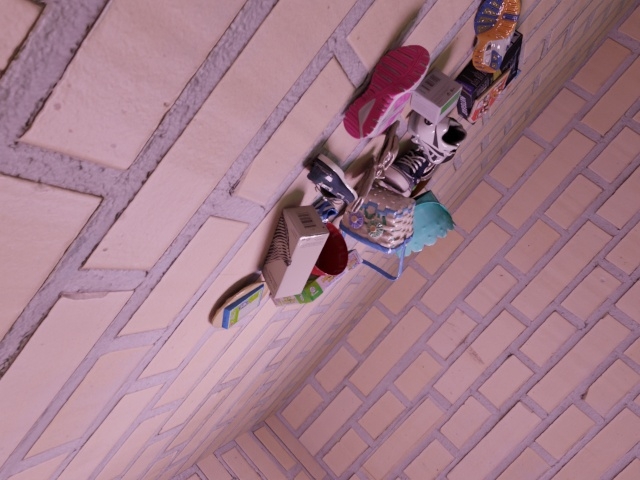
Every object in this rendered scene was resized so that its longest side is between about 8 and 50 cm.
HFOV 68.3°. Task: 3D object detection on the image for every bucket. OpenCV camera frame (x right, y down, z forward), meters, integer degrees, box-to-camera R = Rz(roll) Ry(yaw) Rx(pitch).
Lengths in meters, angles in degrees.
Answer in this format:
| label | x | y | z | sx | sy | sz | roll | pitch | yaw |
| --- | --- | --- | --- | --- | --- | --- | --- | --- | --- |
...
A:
| label | x | y | z | sx | sy | sz | roll | pitch | yaw |
| --- | --- | --- | --- | --- | --- | --- | --- | --- | --- |
| bucket | 0.395 | -0.072 | 1.949 | 0.281 | 0.183 | 0.281 | -31 | -177 | 2 |

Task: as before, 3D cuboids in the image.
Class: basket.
| label | x | y | z | sx | sy | sz | roll | pitch | yaw |
| --- | --- | --- | --- | --- | --- | --- | --- | --- | --- |
| basket | 0.181 | -0.032 | 1.585 | 0.201 | 0.255 | 0.288 | -33 | 139 | -42 |

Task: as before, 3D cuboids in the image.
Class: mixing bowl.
| label | x | y | z | sx | sy | sz | roll | pitch | yaw |
| --- | --- | --- | --- | --- | --- | --- | --- | --- | --- |
| mixing bowl | -0.011 | 0.034 | 1.442 | 0.098 | 0.181 | 0.181 | -26 | -179 | 43 |

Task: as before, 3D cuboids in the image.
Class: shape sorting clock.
| label | x | y | z | sx | sy | sz | roll | pitch | yaw |
| --- | --- | --- | --- | --- | --- | --- | --- | --- | --- |
| shape sorting clock | -0.237 | 0.190 | 1.408 | 0.206 | 0.040 | 0.206 | -41 | 165 | -14 |

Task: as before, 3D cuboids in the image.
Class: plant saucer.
| label | x | y | z | sx | sy | sz | roll | pitch | yaw |
| --- | --- | --- | --- | --- | --- | --- | --- | --- | --- |
| plant saucer | 0.418 | -0.252 | 1.998 | 0.200 | 0.037 | 0.200 | -42 | 161 | -18 |

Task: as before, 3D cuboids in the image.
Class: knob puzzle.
| label | x | y | z | sx | sy | sz | roll | pitch | yaw |
| --- | --- | --- | --- | --- | --- | --- | --- | --- | --- |
| knob puzzle | 0.587 | -0.480 | 1.649 | 0.213 | 0.030 | 0.213 | -42 | 162 | -17 |

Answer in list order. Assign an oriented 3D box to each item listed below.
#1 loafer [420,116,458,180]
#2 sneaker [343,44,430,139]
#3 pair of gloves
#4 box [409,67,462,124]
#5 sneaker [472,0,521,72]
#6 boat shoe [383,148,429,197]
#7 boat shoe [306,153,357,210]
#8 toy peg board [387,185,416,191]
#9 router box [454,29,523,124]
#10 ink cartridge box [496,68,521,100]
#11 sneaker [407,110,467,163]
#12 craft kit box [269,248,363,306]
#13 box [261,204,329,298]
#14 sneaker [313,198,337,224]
| label | x | y | z | sx | sy | sz | roll | pitch | yaw |
| --- | --- | --- | --- | --- | --- | --- | --- | --- | --- |
| loafer | 0.409 | -0.337 | 1.726 | 0.087 | 0.094 | 0.251 | -11 | 130 | -56 |
| sneaker | 0.161 | -0.347 | 1.118 | 0.252 | 0.103 | 0.111 | -46 | 168 | 18 |
| pair of gloves | 0.168 | -0.211 | 1.364 | 0.204 | 0.042 | 0.240 | -70 | -173 | -48 |
| box | 0.328 | -0.409 | 1.345 | 0.101 | 0.102 | 0.087 | -45 | 164 | -11 |
| sneaker | 0.506 | -0.624 | 1.347 | 0.131 | 0.112 | 0.296 | -62 | 167 | -13 |
| boat shoe | 0.284 | -0.248 | 1.591 | 0.158 | 0.127 | 0.340 | -56 | 169 | 6 |
| boat shoe | 0.032 | -0.141 | 1.243 | 0.079 | 0.095 | 0.254 | -49 | 161 | 1 |
| toy peg board | 0.317 | -0.181 | 1.845 | 0.161 | 0.079 | 0.161 | -53 | 161 | 18 |
| router box | 0.578 | -0.562 | 1.636 | 0.243 | 0.081 | 0.309 | -50 | 162 | 8 |
| ink cartridge box | 0.699 | -0.604 | 1.858 | 0.104 | 0.061 | 0.181 | -23 | 150 | -52 |
| sneaker | 0.408 | -0.319 | 1.525 | 0.331 | 0.146 | 0.122 | 12 | 92 | -58 |
| craft kit box | -0.018 | 0.128 | 1.581 | 0.247 | 0.061 | 0.250 | -39 | -169 | -32 |
| box | -0.077 | 0.036 | 1.309 | 0.094 | 0.113 | 0.275 | -9 | 142 | -31 |
| sneaker | -0.011 | -0.065 | 1.362 | 0.144 | 0.059 | 0.053 | -39 | 162 | -19 |
